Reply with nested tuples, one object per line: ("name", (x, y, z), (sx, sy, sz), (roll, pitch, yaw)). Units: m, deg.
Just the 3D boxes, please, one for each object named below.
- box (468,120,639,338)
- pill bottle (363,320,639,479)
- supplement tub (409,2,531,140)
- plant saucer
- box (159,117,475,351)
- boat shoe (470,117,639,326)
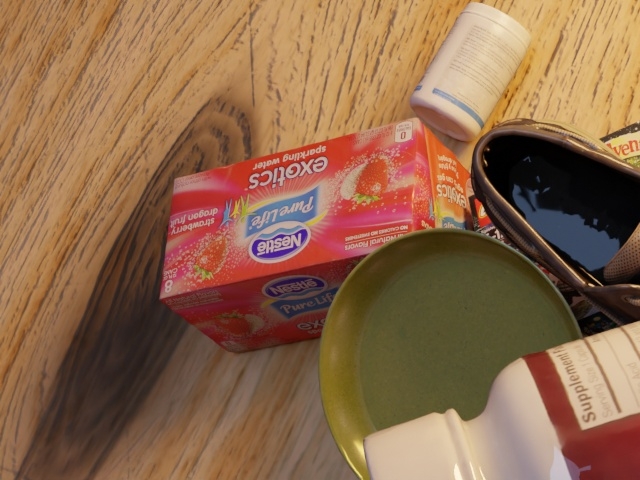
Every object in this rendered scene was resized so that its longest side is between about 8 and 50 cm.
("box", (0.242, -0.009, 1.515), (0.233, 0.044, 0.159), (-25, 52, 21))
("pill bottle", (0.240, 0.157, 1.203), (0.392, 0.224, 0.224), (-18, 52, 2))
("supplement tub", (0.133, -0.149, 1.661), (0.071, 0.071, 0.107), (24, 78, 42))
("plant saucer", (0.109, 0.108, 1.483), (0.241, 0.037, 0.241), (3, 96, 30))
("box", (0.000, 0.000, 1.627), (0.257, 0.122, 0.128), (-12, 57, 29))
("boat shoe", (0.250, 0.023, 1.379), (0.355, 0.130, 0.132), (30, 98, 24))
